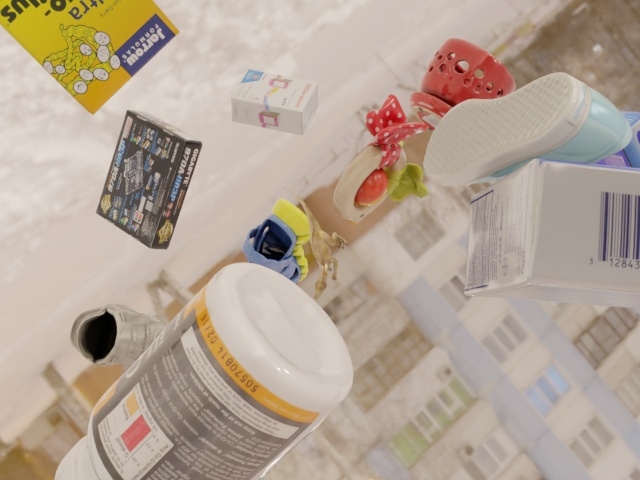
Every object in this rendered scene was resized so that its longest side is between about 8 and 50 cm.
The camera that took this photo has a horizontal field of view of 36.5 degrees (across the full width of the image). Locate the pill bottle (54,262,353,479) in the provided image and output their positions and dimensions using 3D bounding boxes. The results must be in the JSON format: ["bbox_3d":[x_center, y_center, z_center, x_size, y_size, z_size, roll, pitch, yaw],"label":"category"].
[{"bbox_3d":[-0.114,0.165,0.894,0.278,0.162,0.162,-45,179,21],"label":"pill bottle"}]

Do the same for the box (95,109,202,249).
[{"bbox_3d":[-0.328,-0.116,1.836,0.051,0.175,0.220,2,111,-53],"label":"box"}]

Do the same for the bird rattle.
[{"bbox_3d":[0.108,-0.121,1.724,0.207,0.143,0.253,-47,166,-10],"label":"bird rattle"}]

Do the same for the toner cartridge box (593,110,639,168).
[{"bbox_3d":[0.536,-0.056,1.622,0.075,0.348,0.165,-39,-156,-14],"label":"toner cartridge box"}]

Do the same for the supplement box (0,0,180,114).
[{"bbox_3d":[-0.419,-0.397,1.490,0.194,0.356,0.195,-44,-153,-2],"label":"supplement box"}]

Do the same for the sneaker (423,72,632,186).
[{"bbox_3d":[0.282,-0.125,1.369,0.366,0.150,0.135,-5,-118,65],"label":"sneaker"}]

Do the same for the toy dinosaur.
[{"bbox_3d":[0.000,0.000,1.523,0.053,0.183,0.092,-17,170,20],"label":"toy dinosaur"}]

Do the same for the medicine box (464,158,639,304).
[{"bbox_3d":[0.349,0.003,1.241,0.263,0.149,0.289,5,174,-6],"label":"medicine box"}]

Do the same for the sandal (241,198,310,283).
[{"bbox_3d":[-0.103,0.033,2.037,0.138,0.126,0.317,-43,161,-20],"label":"sandal"}]

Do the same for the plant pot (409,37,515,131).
[{"bbox_3d":[0.305,-0.319,2.129,0.174,0.191,0.191,-56,-177,-6],"label":"plant pot"}]

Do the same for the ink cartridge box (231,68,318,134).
[{"bbox_3d":[-0.073,-0.225,1.571,0.052,0.122,0.088,93,14,-45],"label":"ink cartridge box"}]

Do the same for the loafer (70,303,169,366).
[{"bbox_3d":[-0.356,0.155,1.618,0.319,0.111,0.112,-5,-106,54],"label":"loafer"}]
